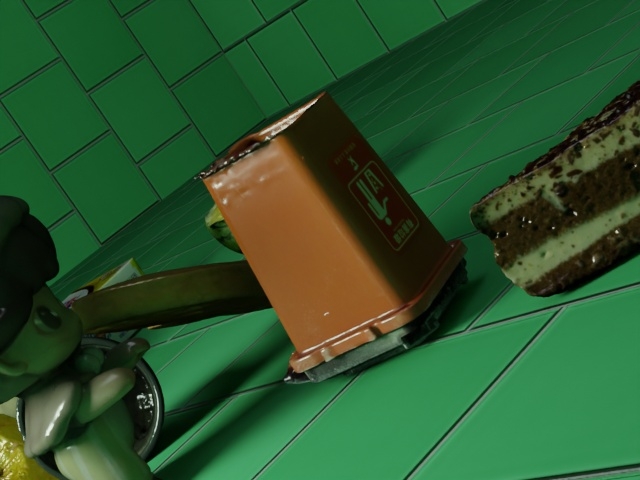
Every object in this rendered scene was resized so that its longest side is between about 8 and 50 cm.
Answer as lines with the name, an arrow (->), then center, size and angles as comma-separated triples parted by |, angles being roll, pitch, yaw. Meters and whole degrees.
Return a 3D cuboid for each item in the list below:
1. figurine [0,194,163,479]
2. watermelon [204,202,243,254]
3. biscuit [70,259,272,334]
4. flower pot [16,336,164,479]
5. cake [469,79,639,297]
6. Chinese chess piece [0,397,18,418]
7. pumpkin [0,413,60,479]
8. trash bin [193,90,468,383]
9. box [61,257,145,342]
figurine -> -0.294, 0.111, 1.373 | 0.203, 0.381, 0.248 | -38, 8, 6
watermelon -> -0.065, -0.050, 2.145 | 0.204, 0.127, 0.232 | -34, 11, 3
biscuit -> -0.116, 0.053, 1.583 | 0.275, 0.052, 0.355 | -17, -9, 42
flower pot -> -0.243, 0.185, 1.574 | 0.157, 0.157, 0.107 | -34, -5, -2
cake -> 0.254, -0.059, 1.198 | 0.246, 0.112, 0.135 | -34, 6, 19
Chinese chess piece -> -0.506, 0.261, 2.025 | 0.338, 0.140, 0.338 | -36, 9, 6
pumpkin -> -0.407, 0.289, 1.632 | 0.217, 0.217, 0.110 | -53, -17, -63
trash bin -> 0.000, 0.000, 1.352 | 0.184, 0.239, 0.161 | -29, 10, 33
box -> -0.390, 0.151, 2.339 | 0.168, 0.097, 0.265 | -27, 12, 34
